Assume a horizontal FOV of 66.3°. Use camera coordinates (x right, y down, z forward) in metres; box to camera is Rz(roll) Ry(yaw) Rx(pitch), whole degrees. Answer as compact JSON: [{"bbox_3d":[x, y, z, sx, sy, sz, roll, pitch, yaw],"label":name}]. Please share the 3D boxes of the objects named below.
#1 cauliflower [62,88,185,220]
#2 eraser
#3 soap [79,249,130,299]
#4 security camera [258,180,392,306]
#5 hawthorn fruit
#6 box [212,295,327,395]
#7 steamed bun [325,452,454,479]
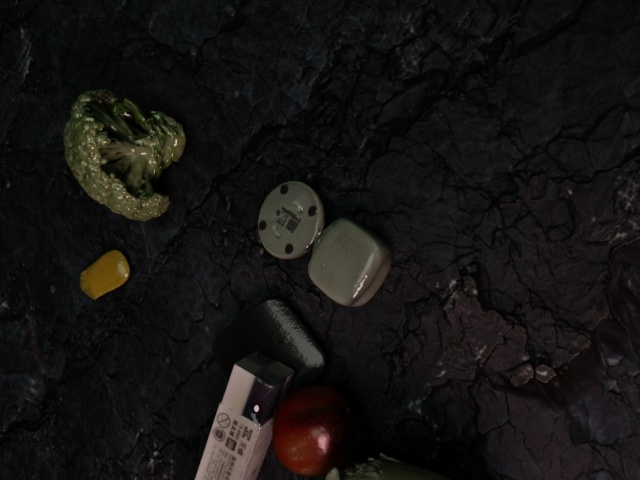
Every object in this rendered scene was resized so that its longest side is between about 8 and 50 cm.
[{"bbox_3d":[-0.422,-0.199,1.079,0.250,0.275,0.272,-27,40,-18],"label":"cauliflower"},{"bbox_3d":[-0.170,0.421,0.960,0.098,0.096,0.403,24,102,20],"label":"eraser"},{"bbox_3d":[-0.522,0.089,1.172,0.169,0.033,0.089,-34,73,17],"label":"soap"},{"bbox_3d":[0.000,0.000,0.954,0.302,0.080,0.157,37,103,29],"label":"security camera"},{"bbox_3d":[-0.013,0.351,0.896,0.188,0.169,0.168,-27,78,24],"label":"hawthorn fruit"},{"bbox_3d":[-0.107,0.233,0.998,0.212,0.042,0.201,-44,73,15],"label":"box"},{"bbox_3d":[0.127,0.494,0.777,0.312,0.232,0.333,12,128,-13],"label":"steamed bun"}]
